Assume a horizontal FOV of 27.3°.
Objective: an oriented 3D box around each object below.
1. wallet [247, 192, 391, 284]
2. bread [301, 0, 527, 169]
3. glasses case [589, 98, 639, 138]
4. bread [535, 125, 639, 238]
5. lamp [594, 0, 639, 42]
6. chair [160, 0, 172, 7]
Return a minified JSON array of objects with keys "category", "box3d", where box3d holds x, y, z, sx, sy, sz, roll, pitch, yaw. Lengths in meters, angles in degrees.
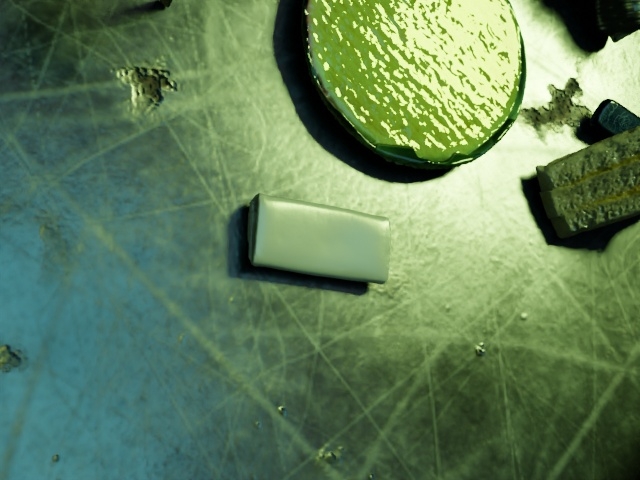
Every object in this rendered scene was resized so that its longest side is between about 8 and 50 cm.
[{"category":"wallet","box3d":[0.000,0.000,1.076,0.122,0.025,0.061,9,70,-24]},{"category":"bread","box3d":[0.083,-0.170,1.162,0.228,0.033,0.228,6,74,-23]},{"category":"glasses case","box3d":[0.291,-0.104,1.250,0.083,0.023,0.033,30,78,-20]},{"category":"bread","box3d":[0.285,-0.061,1.177,0.152,0.105,0.077,-22,91,-22]},{"category":"lamp","box3d":[0.294,-0.362,1.237,0.182,0.182,0.314,-15,84,-29]},{"category":"chair","box3d":[-0.120,-0.253,0.980,0.095,0.221,0.104,38,63,-7]}]
